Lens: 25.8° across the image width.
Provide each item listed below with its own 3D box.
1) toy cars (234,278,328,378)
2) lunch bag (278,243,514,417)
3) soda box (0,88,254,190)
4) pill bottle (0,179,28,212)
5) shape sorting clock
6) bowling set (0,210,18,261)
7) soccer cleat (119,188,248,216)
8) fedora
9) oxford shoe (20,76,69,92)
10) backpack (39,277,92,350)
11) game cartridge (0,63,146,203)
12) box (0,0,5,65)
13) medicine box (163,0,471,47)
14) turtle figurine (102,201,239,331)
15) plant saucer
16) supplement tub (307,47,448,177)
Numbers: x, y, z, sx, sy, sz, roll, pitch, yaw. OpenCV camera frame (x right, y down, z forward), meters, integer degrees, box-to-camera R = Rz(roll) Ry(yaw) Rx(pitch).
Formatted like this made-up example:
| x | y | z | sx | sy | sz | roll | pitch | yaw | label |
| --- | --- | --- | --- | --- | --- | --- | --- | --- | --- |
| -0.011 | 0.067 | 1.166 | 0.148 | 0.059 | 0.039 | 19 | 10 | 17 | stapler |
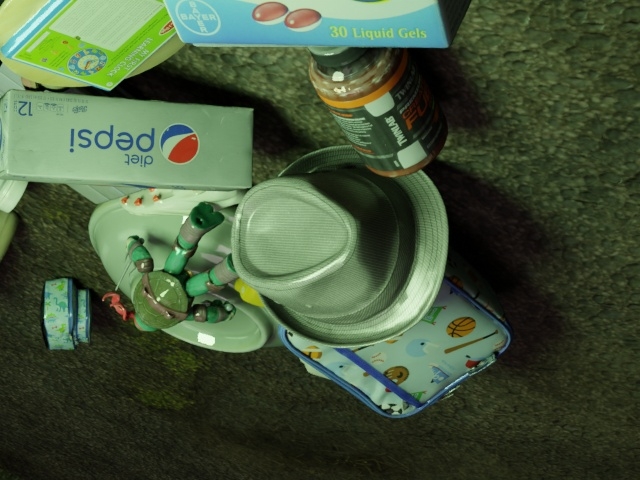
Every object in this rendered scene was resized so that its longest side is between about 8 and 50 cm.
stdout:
| x | y | z | sx | sy | sz | roll | pitch | yaw | label |
| --- | --- | --- | --- | --- | --- | --- | --- | --- | --- |
| 0.030 | 0.126 | 1.956 | 0.176 | 0.087 | 0.393 | -26 | 139 | 11 | toy cars |
| 0.093 | 0.106 | 1.809 | 0.243 | 0.115 | 0.303 | -36 | 130 | 16 | lunch bag |
| -0.224 | -0.111 | 1.606 | 0.286 | 0.098 | 0.091 | 2 | 178 | -21 | soda box |
| -0.481 | -0.099 | 1.949 | 0.137 | 0.078 | 0.078 | 31 | 151 | -22 | pill bottle |
| -0.209 | -0.211 | 1.332 | 0.206 | 0.040 | 0.206 | -13 | 153 | -7 | shape sorting clock |
| -0.599 | 0.032 | 2.185 | 0.200 | 0.154 | 0.287 | 22 | 153 | -7 | bowling set |
| -0.184 | -0.057 | 1.854 | 0.196 | 0.068 | 0.076 | -6 | 147 | 35 | soccer cleat |
| 0.000 | 0.000 | 1.622 | 0.275 | 0.243 | 0.124 | 12 | 180 | 38 | fedora |
| -0.214 | -0.241 | 1.451 | 0.147 | 0.140 | 0.397 | 19 | 156 | -17 | oxford shoe |
| -0.416 | 0.116 | 2.290 | 0.084 | 0.105 | 0.114 | -4 | 152 | -5 | backpack |
| -0.346 | -0.174 | 1.747 | 0.355 | 0.068 | 0.230 | 37 | 152 | -32 | game cartridge |
| -0.371 | -0.254 | 1.399 | 0.142 | 0.247 | 0.163 | 24 | 152 | -7 | box |
| -0.023 | -0.311 | 1.139 | 0.264 | 0.149 | 0.289 | 5 | 141 | 25 | medicine box |
| -0.188 | 0.060 | 1.851 | 0.175 | 0.118 | 0.234 | 39 | 132 | -11 | turtle figurine |
| -0.162 | 0.073 | 2.044 | 0.401 | 0.100 | 0.400 | 14 | 153 | 7 | plant saucer |
| 0.055 | -0.159 | 1.461 | 0.106 | 0.106 | 0.198 | 2 | 149 | 30 | supplement tub |
